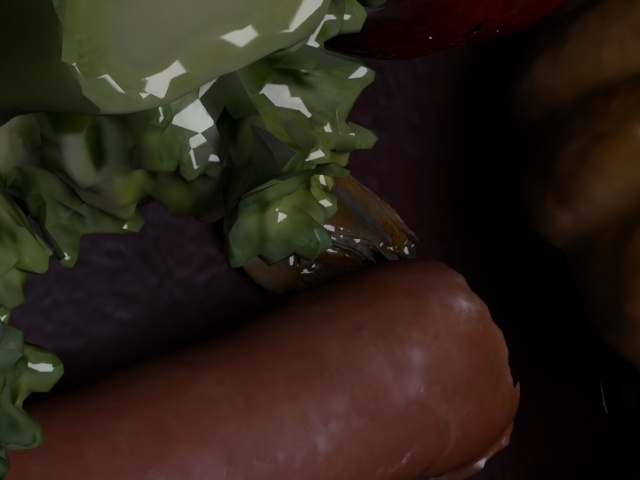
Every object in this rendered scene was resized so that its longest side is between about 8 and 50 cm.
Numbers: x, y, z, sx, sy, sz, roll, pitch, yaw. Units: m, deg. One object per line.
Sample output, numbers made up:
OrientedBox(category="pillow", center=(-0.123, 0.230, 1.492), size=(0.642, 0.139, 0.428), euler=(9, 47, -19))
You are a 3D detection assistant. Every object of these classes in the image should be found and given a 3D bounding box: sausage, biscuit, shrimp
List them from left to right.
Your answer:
OrientedBox(category="sausage", center=(-0.097, 0.096, 0.589), size=(0.419, 0.094, 0.094), euler=(-19, 112, -38))
OrientedBox(category="shrimp", center=(0.000, 0.000, 0.712), size=(0.108, 0.023, 0.059), euler=(37, 79, -34))
OrientedBox(category="biscuit", center=(0.236, -0.042, 0.773), size=(0.325, 0.107, 0.326), euler=(12, 61, -22))

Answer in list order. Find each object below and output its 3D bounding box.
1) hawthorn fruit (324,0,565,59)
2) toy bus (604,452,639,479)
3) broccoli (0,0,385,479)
OrientedBox(category="hawthorn fruit", center=(0.046, -0.138, 0.672), size=(0.172, 0.148, 0.148), euler=(12, 84, -46))
OrientedBox(category="toy bus", center=(0.186, 0.143, 0.825), size=(0.261, 0.091, 0.109), euler=(-29, 102, -36))
OrientedBox(category="broccoli", center=(-0.113, -0.081, 0.472), size=(0.338, 0.317, 0.277), euler=(-15, 114, -1))
